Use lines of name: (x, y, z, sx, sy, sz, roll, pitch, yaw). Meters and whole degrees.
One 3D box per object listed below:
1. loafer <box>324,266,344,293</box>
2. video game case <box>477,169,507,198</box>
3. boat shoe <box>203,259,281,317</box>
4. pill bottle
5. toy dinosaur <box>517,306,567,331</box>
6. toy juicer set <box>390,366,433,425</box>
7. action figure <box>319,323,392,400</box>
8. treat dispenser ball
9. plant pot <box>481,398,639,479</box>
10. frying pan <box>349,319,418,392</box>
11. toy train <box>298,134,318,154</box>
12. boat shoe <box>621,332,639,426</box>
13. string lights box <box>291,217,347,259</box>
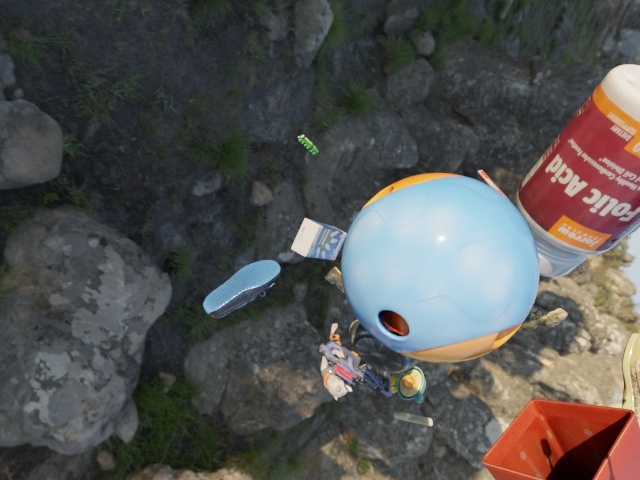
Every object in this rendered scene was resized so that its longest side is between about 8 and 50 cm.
loafer: (0.093, 0.163, 1.580, 0.061, 0.170, 0.062, -60, 151, 6)
video game case: (0.706, -0.141, 1.666, 0.285, 0.025, 0.203, -92, 165, -58)
boat shoe: (-0.242, 0.148, 1.280, 0.259, 0.109, 0.089, -27, 148, -13)
pill bottle: (0.542, -0.113, 0.814, 0.224, 0.224, 0.392, -38, 158, -38)
toy dinosaur: (0.538, 0.212, 1.154, 0.064, 0.268, 0.118, 7, 61, -35)
toy juicer set: (0.333, 0.580, 1.628, 0.090, 0.209, 0.328, 35, 41, -24)
action figure: (0.121, 0.522, 1.662, 0.178, 0.341, 0.330, -50, 180, 29)
treat dispenser ball: (0.176, 0.041, 0.632, 0.288, 0.288, 0.287, -36, 138, -40)
plant pot: (0.613, 0.572, 0.982, 0.268, 0.267, 0.235, -29, 92, -31)
frying pan: (0.147, 0.322, 1.122, 0.053, 0.197, 0.326, -52, 167, -41)
toy train: (-0.035, -0.288, 1.229, 0.083, 0.024, 0.017, 37, 39, -43)
boat shoe: (0.922, 0.409, 1.161, 0.105, 0.089, 0.284, 22, 72, -33)
string lights box: (0.000, 0.000, 1.653, 0.260, 0.077, 0.133, 11, 105, -62)
